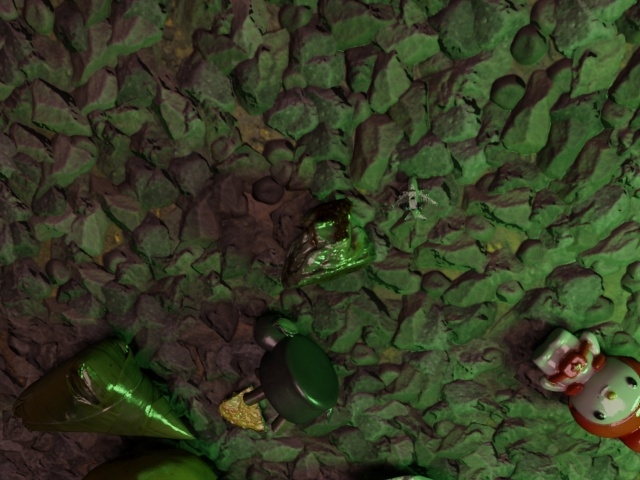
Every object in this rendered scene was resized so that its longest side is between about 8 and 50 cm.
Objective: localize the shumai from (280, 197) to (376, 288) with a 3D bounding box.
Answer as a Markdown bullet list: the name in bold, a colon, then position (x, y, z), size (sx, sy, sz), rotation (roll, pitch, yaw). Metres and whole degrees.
- **shumai**: position (-0.005, 0.002, 0.817), size (0.184, 0.184, 0.142), rotation (-19, 81, 12)

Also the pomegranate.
- **pomegranate**: position (-0.364, 0.599, 0.948), size (0.332, 0.332, 0.332), rotation (2, 108, 6)

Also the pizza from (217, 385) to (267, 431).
- **pizza**: position (-0.158, 0.358, 0.997), size (0.123, 0.026, 0.109), rotation (23, 106, 2)

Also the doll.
- **doll**: position (0.531, 0.283, 0.838), size (0.290, 0.130, 0.161), rotation (39, 95, 9)

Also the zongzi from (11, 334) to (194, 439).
- **zongzi**: position (-0.461, 0.379, 0.985), size (0.274, 0.145, 0.300), rotation (-32, 108, 19)

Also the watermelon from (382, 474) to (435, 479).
- **watermelon**: position (0.184, 0.605, 0.967), size (0.260, 0.176, 0.256), rotation (43, 100, 16)

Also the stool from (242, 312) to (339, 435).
- **stool**: position (-0.065, 0.260, 0.906), size (0.139, 0.153, 0.228), rotation (-38, 57, 19)

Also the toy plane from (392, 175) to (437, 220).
- **toy plane**: position (0.166, -0.074, 0.820), size (0.080, 0.033, 0.083), rotation (-2, 107, 22)
